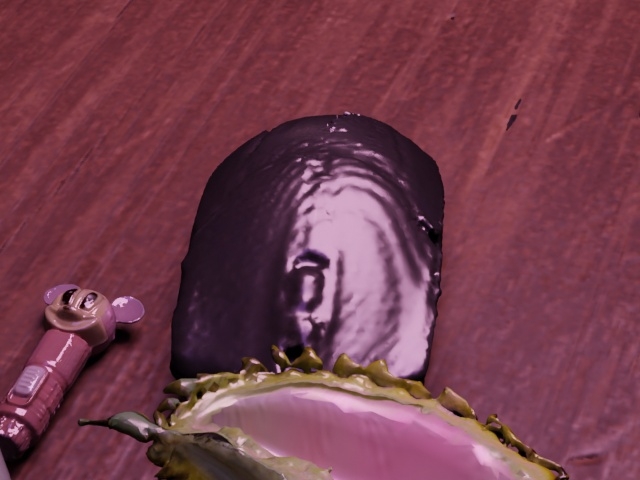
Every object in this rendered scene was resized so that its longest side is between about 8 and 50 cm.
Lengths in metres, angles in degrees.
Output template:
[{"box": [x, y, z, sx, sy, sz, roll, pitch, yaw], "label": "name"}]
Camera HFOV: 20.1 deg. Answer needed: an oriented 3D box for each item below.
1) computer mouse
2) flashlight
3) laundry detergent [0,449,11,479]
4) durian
[{"box": [0.000, 0.000, 0.865, 0.122, 0.073, 0.217, 2, 43, 7], "label": "computer mouse"}, {"box": [-0.123, 0.056, 0.832, 0.052, 0.031, 0.110, 12, 42, 14], "label": "flashlight"}, {"box": [-0.325, 0.123, 0.690, 0.398, 0.124, 0.264, -17, 45, -16], "label": "laundry detergent"}, {"box": [0.018, 0.121, 0.710, 0.137, 0.095, 0.221, -16, 41, -42], "label": "durian"}]
